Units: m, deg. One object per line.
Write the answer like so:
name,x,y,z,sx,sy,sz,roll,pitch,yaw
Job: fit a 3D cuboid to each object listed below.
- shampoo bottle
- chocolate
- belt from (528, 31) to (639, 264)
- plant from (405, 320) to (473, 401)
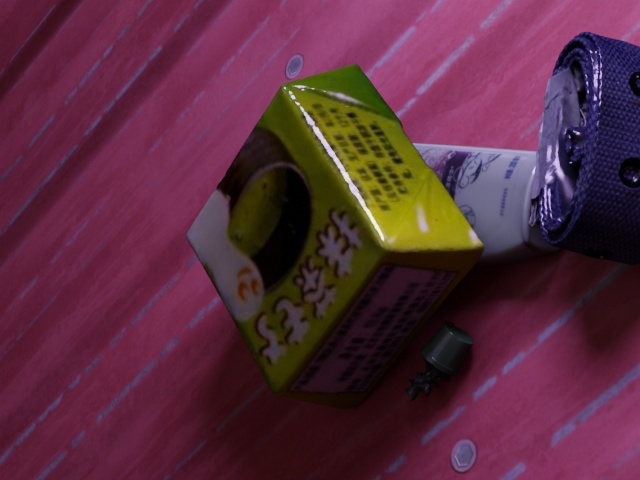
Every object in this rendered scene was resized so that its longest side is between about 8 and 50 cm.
shampoo bottle,0.126,-0.044,1.660,0.359,0.078,0.134,8,87,49
chocolate,0.000,0.000,1.648,0.289,0.137,0.301,58,132,28
belt,0.297,-0.091,1.460,0.139,0.126,0.231,139,140,-66
plant,0.126,0.141,1.597,0.102,0.051,0.051,-57,41,18
